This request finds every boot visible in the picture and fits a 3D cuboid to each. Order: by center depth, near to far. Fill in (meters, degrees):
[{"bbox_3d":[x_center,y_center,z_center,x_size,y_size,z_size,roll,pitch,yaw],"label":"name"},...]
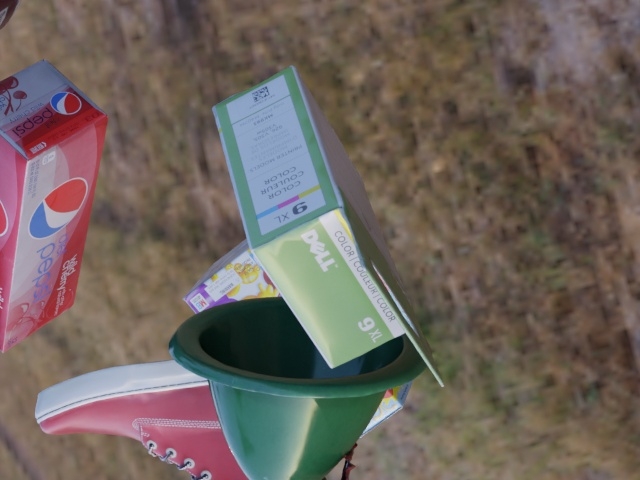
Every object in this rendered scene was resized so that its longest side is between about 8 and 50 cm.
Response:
[{"bbox_3d":[-0.116,0.187,1.398,0.088,0.244,0.176,38,-136,-82],"label":"boot"}]

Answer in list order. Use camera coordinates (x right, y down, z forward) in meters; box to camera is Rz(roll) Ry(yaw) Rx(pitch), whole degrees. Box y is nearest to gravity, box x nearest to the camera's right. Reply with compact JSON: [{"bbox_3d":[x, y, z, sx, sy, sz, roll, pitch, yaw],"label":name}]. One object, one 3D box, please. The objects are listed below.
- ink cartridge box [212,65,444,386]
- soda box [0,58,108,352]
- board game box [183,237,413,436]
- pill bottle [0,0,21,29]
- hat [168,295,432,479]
[{"bbox_3d":[0.000,0.000,0.981,0.109,0.062,0.209,58,-172,-38],"label":"ink cartridge box"},{"bbox_3d":[-0.255,-0.024,1.422,0.083,0.092,0.263,41,142,19],"label":"soda box"},{"bbox_3d":[-0.021,0.119,2.127,0.275,0.142,0.144,51,-160,-6],"label":"board game box"},{"bbox_3d":[-0.410,-0.244,1.513,0.224,0.392,0.224,20,134,22],"label":"pill bottle"},{"bbox_3d":[-0.019,0.154,1.106,0.208,0.173,0.184,-45,-41,-68],"label":"hat"}]
